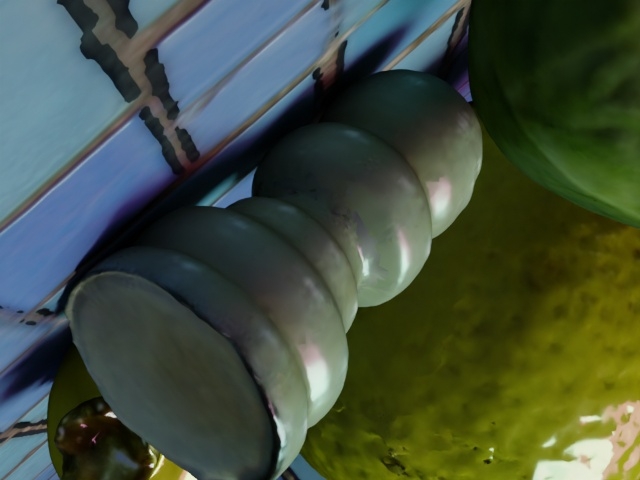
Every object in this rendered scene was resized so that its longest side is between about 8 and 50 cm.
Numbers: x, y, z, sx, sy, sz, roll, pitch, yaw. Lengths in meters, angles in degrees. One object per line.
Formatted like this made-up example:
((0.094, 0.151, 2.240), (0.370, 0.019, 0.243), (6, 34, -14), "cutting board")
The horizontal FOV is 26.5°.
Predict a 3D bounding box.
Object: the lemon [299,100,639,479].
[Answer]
((0.138, 0.056, 1.034), (0.350, 0.350, 0.387), (113, -2, -80), "lemon")

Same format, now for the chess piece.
((0.000, 0.000, 0.692), (0.243, 0.133, 0.133), (-44, 178, -36), "chess piece")

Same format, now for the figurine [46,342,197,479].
((-0.075, 0.073, 0.800), (0.185, 0.127, 0.234), (-54, 162, 0), "figurine")

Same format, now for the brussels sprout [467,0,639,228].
((0.195, -0.131, 0.631), (0.271, 0.210, 0.219), (-56, 180, -1), "brussels sprout")
